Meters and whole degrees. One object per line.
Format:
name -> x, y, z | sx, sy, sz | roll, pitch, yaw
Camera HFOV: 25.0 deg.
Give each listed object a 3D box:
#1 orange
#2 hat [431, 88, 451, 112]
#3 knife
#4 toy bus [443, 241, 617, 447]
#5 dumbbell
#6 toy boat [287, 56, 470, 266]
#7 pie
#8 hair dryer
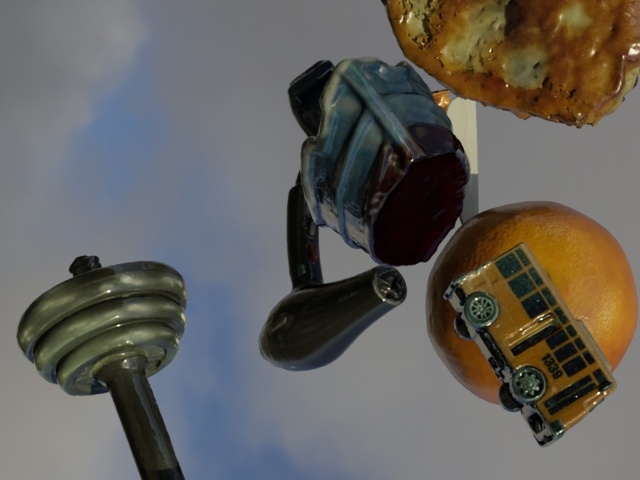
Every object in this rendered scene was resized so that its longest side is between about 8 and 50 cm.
orange -> 0.258, 0.079, 1.776 | 0.261, 0.261, 0.261 | -22, -115, 59
hat -> 0.131, -0.116, 2.360 | 0.233, 0.244, 0.233 | -8, -82, 37
knife -> 0.189, -0.165, 1.869 | 0.043, 0.081, 0.335 | -1, -90, 41
toy bus -> 0.208, 0.102, 1.411 | 0.182, 0.103, 0.091 | 58, -10, 11
dumbbell -> -0.165, 0.192, 1.383 | 0.179, 0.179, 0.406 | -49, -124, 46
toy boat -> 0.037, -0.069, 1.124 | 0.142, 0.129, 0.309 | 50, -6, 17
pie -> 0.194, -0.258, 1.428 | 0.308, 0.085, 0.308 | 2, -85, 22
hair dryer -> 0.000, 0.000, 1.620 | 0.235, 0.091, 0.271 | -33, -122, 49
